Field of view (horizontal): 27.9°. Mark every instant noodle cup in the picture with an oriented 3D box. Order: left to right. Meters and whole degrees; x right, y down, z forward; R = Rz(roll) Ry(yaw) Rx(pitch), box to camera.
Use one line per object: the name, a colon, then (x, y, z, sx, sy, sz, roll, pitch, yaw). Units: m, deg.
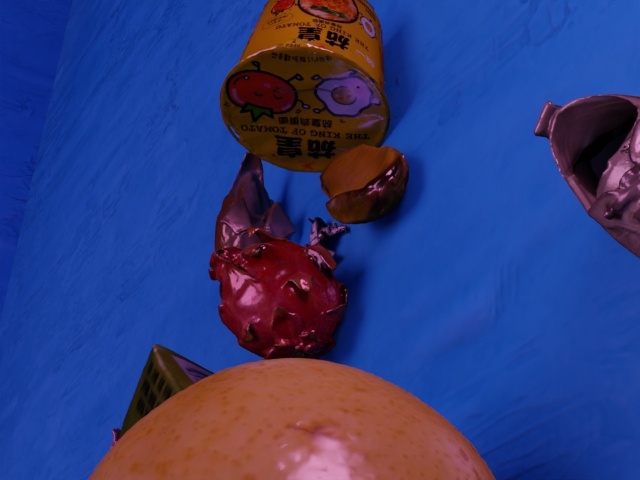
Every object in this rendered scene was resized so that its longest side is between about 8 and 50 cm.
instant noodle cup: (-0.008, -0.187, 1.400, 0.182, 0.182, 0.144, -48, 24, 45)

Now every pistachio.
pistachio: (0.045, -0.052, 1.320, 0.089, 0.049, 0.173, -48, 19, -8)

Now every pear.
pear: (-0.016, 0.251, 0.854, 0.348, 0.348, 0.348, -49, 31, 43)

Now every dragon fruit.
dragon fruit: (-0.042, 0.058, 1.327, 0.166, 0.133, 0.136, 32, 112, 32)

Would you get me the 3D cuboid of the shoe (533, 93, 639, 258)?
shoe: (0.227, -0.029, 0.816, 0.103, 0.098, 0.275, -69, 23, 14)

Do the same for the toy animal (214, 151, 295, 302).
toy animal: (-0.093, -0.010, 1.576, 0.179, 0.089, 0.188, 122, 153, -61)

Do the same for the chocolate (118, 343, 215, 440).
chocolate: (-0.148, 0.296, 1.385, 0.289, 0.137, 0.301, -69, 21, 5)

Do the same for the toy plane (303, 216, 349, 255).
toy plane: (0.000, 0.000, 1.410, 0.078, 0.031, 0.083, -41, 36, 24)

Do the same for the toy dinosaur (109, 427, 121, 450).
toy dinosaur: (-0.283, 0.365, 1.737, 0.200, 0.072, 0.251, -10, 53, 54)
